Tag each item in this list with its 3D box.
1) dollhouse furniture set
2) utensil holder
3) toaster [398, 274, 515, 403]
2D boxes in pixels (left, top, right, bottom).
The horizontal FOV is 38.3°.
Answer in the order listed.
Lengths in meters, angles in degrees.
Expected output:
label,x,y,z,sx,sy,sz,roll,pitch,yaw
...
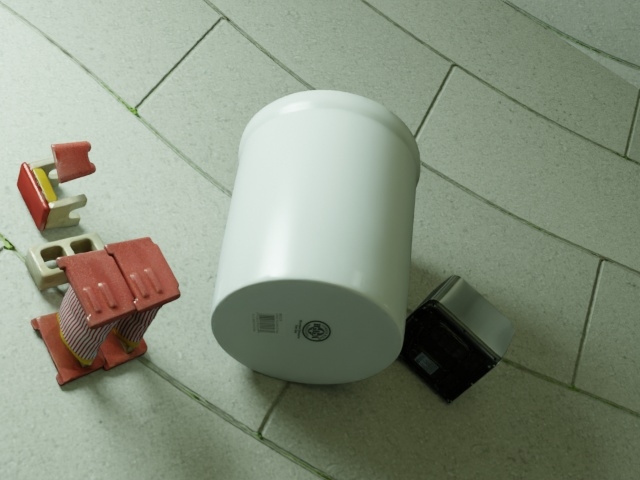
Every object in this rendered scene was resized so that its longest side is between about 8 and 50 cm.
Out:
label,x,y,z,sx,sy,sz,roll,pitch,yaw
dollhouse furniture set,-0.381,0.004,1.400,0.152,0.201,0.374,-17,65,-37
utensil holder,0.000,0.000,1.533,0.328,0.327,0.385,19,50,-15
toaster,0.224,0.171,1.628,0.186,0.168,0.110,42,44,5
